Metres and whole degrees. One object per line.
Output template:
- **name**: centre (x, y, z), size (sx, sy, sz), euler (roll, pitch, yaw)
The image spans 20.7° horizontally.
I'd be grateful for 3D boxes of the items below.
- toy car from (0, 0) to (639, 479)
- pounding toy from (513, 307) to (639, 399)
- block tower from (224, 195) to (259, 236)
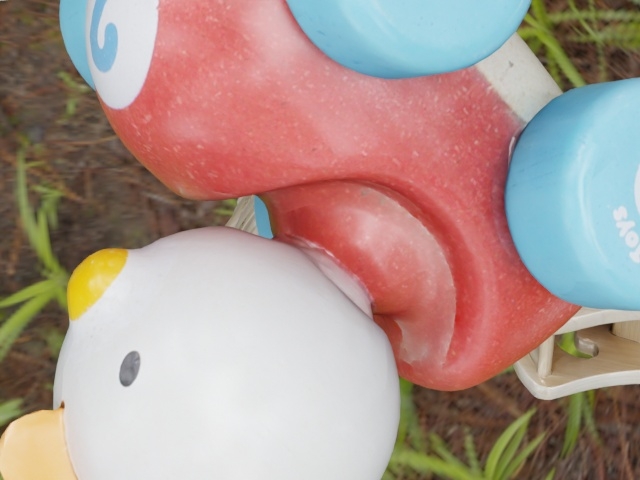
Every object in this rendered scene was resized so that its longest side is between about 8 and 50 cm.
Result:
- **toy car**: centre (-0.029, 0.014, 0.574), size (0.210, 0.219, 0.238), euler (45, 70, -22)
- **pounding toy**: centre (0.203, 0.013, 1.081), size (0.269, 0.154, 0.155), euler (22, 141, 22)
- **block tower**: centre (0.000, 0.000, 0.941), size (0.091, 0.335, 0.097), euler (29, 135, -10)
